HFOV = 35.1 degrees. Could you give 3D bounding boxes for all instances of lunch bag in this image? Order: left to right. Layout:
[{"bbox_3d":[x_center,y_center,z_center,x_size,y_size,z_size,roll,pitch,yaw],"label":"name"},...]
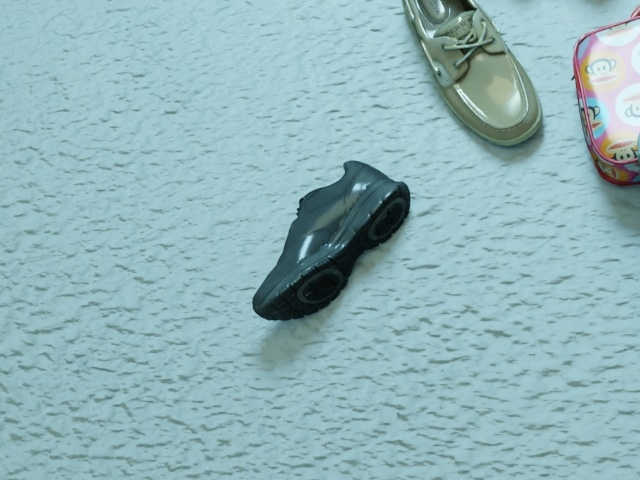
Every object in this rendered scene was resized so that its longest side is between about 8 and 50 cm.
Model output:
[{"bbox_3d":[0.493,-0.224,1.372,0.293,0.120,0.258,-12,68,16],"label":"lunch bag"}]

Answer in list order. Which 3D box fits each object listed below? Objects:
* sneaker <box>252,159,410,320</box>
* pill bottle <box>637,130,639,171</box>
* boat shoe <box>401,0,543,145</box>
[{"bbox_3d":[0.000,0.000,1.490,0.286,0.109,0.130,-44,57,-9],"label":"sneaker"},{"bbox_3d":[0.487,-0.053,1.192,0.204,0.204,0.361,-7,100,17],"label":"pill bottle"},{"bbox_3d":[0.207,-0.286,1.498,0.122,0.110,0.341,-34,64,6],"label":"boat shoe"}]
